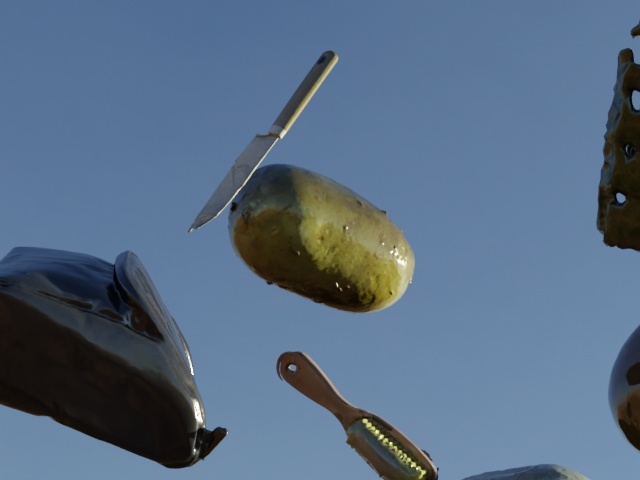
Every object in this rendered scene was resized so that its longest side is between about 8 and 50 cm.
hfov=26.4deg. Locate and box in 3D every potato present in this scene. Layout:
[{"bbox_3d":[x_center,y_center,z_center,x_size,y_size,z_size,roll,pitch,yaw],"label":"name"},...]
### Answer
[{"bbox_3d":[0.000,0.000,2.001,0.307,0.173,0.210,29,11,-20],"label":"potato"}]

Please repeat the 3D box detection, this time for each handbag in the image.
[{"bbox_3d":[-0.222,0.101,1.414,0.275,0.178,0.302,15,3,-7],"label":"handbag"}]

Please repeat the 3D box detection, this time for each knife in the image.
[{"bbox_3d":[-0.070,-0.121,1.679,0.047,0.298,0.017,18,-24,40],"label":"knife"}]

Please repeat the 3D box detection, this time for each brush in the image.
[{"bbox_3d":[0.042,0.263,1.999,0.313,0.072,0.067,41,11,25],"label":"brush"}]

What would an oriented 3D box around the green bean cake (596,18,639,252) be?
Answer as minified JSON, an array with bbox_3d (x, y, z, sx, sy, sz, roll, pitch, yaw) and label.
[{"bbox_3d":[0.442,-0.142,1.501,0.218,0.319,0.335,14,-70,17],"label":"green bean cake"}]

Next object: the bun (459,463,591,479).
[{"bbox_3d":[0.299,0.506,2.016,0.354,0.355,0.194,-1,-1,27],"label":"bun"}]

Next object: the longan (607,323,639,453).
[{"bbox_3d":[0.566,0.198,1.857,0.350,0.288,0.288,-4,-27,-8],"label":"longan"}]
